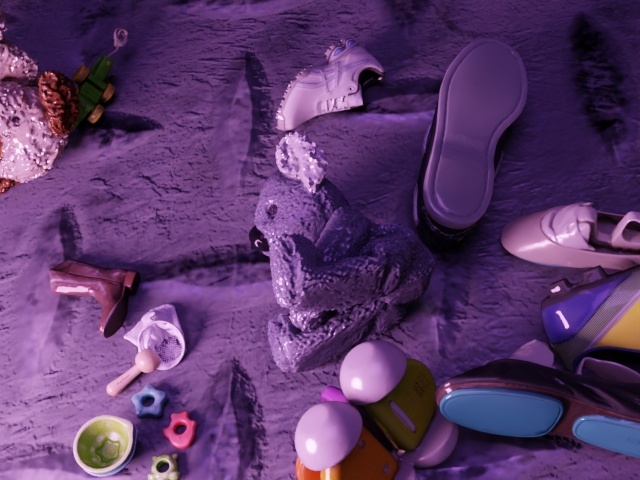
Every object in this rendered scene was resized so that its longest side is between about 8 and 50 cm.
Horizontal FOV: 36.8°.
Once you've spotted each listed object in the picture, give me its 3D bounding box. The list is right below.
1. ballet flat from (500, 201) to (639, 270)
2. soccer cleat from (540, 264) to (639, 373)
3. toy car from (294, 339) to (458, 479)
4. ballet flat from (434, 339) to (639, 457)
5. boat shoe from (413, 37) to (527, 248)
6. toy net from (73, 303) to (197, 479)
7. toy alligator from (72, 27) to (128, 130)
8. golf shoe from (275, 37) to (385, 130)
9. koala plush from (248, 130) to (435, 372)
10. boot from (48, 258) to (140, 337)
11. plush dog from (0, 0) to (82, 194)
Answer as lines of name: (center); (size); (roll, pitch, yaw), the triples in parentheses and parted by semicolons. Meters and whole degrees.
ballet flat: (0.338, -0.009, 1.129); (0.248, 0.086, 0.086); (8, 59, 14)
soccer cleat: (0.385, 0.065, 1.040); (0.289, 0.093, 0.121); (-19, 85, 18)
toy car: (0.044, 0.199, 1.018); (0.136, 0.159, 0.182); (2, 48, 55)
ballet flat: (0.255, 0.164, 1.011); (0.280, 0.095, 0.096); (13, 47, -6)
boat shoe: (0.182, -0.128, 1.225); (0.114, 0.091, 0.303); (25, 60, 1)
toy net: (-0.197, 0.169, 1.118); (0.122, 0.045, 0.232); (4, 58, 12)
toy alligator: (-0.332, -0.229, 1.400); (0.051, 0.056, 0.190); (-19, 43, 48)
golf shoe: (0.016, -0.204, 1.320); (0.086, 0.069, 0.176); (37, 70, 21)
koala plush: (0.000, 0.000, 1.124); (0.203, 0.196, 0.221); (-20, 55, -19)
boot: (-0.296, 0.070, 1.202); (0.114, 0.037, 0.106); (10, 46, 11)
plush dog: (-0.439, -0.177, 1.324); (0.262, 0.210, 0.225); (-45, 71, 19)
